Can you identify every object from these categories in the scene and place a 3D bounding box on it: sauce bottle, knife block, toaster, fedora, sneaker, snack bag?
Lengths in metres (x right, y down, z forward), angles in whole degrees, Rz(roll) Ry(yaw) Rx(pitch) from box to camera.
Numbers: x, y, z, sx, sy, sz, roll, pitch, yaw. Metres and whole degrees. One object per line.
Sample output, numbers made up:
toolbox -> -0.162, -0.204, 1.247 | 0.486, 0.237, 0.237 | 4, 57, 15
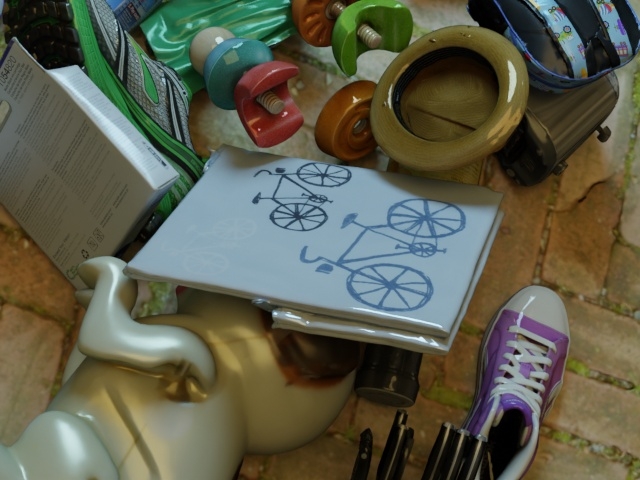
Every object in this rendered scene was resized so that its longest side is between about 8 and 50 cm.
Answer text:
sauce bottle -> 0.108, 0.015, 1.675 | 0.111, 0.111, 0.344 | 15, 71, -4
knife block -> 0.097, 0.322, 1.526 | 0.242, 0.088, 0.275 | -25, 95, 7
toaster -> 0.243, -0.187, 1.749 | 0.146, 0.129, 0.227 | -35, 78, -20
fedora -> 0.149, -0.144, 1.618 | 0.194, 0.079, 0.194 | -15, 57, 24
sneaker -> 0.223, 0.166, 1.625 | 0.102, 0.161, 0.282 | 21, 71, 0
snack bag -> 0.000, 0.000, 1.522 | 0.343, 0.037, 0.323 | 10, 30, 12
sneaker -> -0.234, -0.177, 1.638 | 0.146, 0.134, 0.343 | -39, 117, -37

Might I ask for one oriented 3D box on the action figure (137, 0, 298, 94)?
action figure -> -0.091, -0.258, 1.751 | 0.232, 0.063, 0.137 | -23, 77, -10

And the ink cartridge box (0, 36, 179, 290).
ink cartridge box -> -0.279, -0.082, 1.594 | 0.224, 0.223, 0.045 | 47, 46, 4

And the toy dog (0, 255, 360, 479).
toy dog -> -0.142, 0.185, 1.497 | 0.408, 0.284, 0.395 | -40, 73, -23

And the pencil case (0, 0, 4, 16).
pencil case -> -0.424, -0.213, 1.676 | 0.086, 0.088, 0.206 | 15, 71, -3

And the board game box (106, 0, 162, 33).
board game box -> -0.255, -0.317, 1.724 | 0.194, 0.060, 0.194 | -32, 68, -2

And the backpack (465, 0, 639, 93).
backpack -> 0.264, -0.239, 1.639 | 0.158, 0.117, 0.173 | -23, 70, -19

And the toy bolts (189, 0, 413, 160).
toy bolts -> -0.035, -0.197, 1.689 | 0.229, 0.218, 0.158 | -25, 49, -26
